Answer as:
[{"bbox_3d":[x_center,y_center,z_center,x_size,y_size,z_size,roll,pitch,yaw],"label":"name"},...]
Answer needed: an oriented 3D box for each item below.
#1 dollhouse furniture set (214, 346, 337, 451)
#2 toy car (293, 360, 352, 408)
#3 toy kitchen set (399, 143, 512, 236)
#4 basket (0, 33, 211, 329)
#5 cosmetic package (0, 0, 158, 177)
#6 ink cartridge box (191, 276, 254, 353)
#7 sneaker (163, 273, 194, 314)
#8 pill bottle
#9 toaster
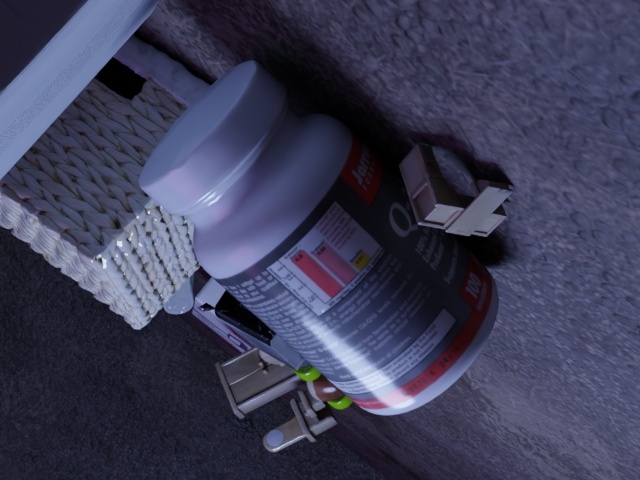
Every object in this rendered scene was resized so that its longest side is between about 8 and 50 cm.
[{"bbox_3d":[-0.138,0.207,1.815,0.303,0.174,0.355,62,-179,29],"label":"dollhouse furniture set"},{"bbox_3d":[0.073,0.211,1.755,0.188,0.149,0.155,-7,146,28],"label":"toy car"},{"bbox_3d":[0.134,-0.056,0.927,0.083,0.075,0.068,10,139,-31],"label":"toy kitchen set"},{"bbox_3d":[-0.289,-0.100,1.312,0.328,0.266,0.331,35,164,12],"label":"basket"},{"bbox_3d":[-0.333,-0.249,0.833,0.329,0.327,0.394,40,166,-11],"label":"cosmetic package"},{"bbox_3d":[-0.183,0.158,2.157,0.172,0.100,0.237,38,165,0],"label":"ink cartridge box"},{"bbox_3d":[-0.307,0.016,2.036,0.256,0.094,0.151,99,160,-45],"label":"sneaker"},{"bbox_3d":[0.000,0.000,1.037,0.363,0.210,0.210,43,164,-21],"label":"pill bottle"},{"bbox_3d":[-0.061,0.093,1.544,0.186,0.168,0.110,21,159,45],"label":"toaster"}]
